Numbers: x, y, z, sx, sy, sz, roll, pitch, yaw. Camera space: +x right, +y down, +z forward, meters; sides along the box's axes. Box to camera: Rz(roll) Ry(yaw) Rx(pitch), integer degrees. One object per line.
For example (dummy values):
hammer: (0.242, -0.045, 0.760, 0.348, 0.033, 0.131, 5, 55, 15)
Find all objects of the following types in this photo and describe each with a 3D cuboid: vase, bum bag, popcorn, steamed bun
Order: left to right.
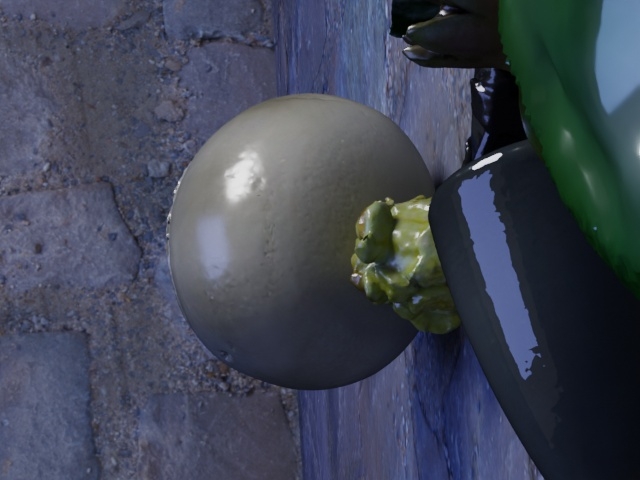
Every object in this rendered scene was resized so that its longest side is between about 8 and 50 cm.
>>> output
steamed bun: (0.000, 0.000, 1.826, 0.206, 0.324, 0.324, -6, 83, 39)
popcorn: (0.101, 0.011, 1.672, 0.162, 0.135, 0.141, 49, -155, -19)
bum bag: (0.160, -0.139, 1.423, 0.137, 0.074, 0.310, -41, -41, -61)
vase: (0.182, 0.103, 1.089, 0.173, 0.173, 0.321, 110, 151, -67)

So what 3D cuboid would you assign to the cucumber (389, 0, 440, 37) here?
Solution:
cucumber: (0.124, -0.260, 1.535, 0.191, 0.130, 0.191, -176, 90, -87)

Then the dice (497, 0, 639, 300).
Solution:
dice: (0.209, -0.131, 0.418, 0.300, 0.287, 0.297, 99, 164, -46)

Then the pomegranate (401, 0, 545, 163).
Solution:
pomegranate: (0.159, -0.111, 0.956, 0.187, 0.225, 0.187, 9, -90, -88)
